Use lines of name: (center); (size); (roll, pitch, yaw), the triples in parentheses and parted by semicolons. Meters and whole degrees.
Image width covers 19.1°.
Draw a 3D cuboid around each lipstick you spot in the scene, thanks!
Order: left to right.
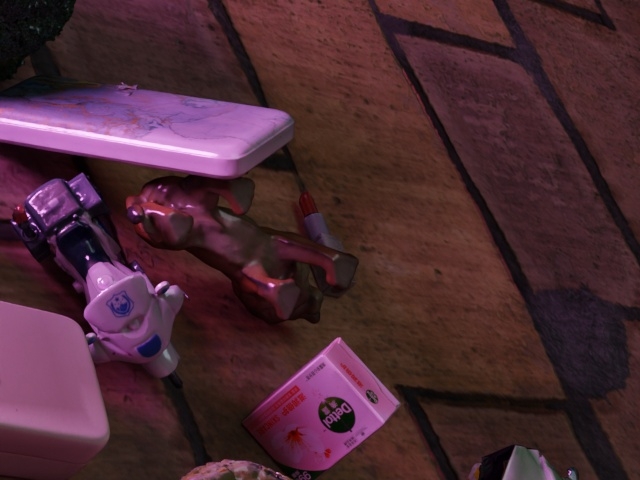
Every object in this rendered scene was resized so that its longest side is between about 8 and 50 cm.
lipstick: (0.001, -0.001, 2.036); (0.030, 0.030, 0.129); (15, 45, -43)

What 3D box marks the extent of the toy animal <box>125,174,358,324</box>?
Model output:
toy animal: (-0.089, 0.009, 1.794); (0.312, 0.157, 0.097); (32, 71, -36)

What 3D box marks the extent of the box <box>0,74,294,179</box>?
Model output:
box: (-0.176, -0.107, 1.764); (0.285, 0.044, 0.142); (10, 25, 20)

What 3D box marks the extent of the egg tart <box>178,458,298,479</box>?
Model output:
egg tart: (-0.057, 0.266, 1.603); (0.197, 0.078, 0.197); (29, 24, -15)

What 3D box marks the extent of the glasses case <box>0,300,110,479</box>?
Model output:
glasses case: (-0.313, 0.104, 1.484); (0.313, 0.070, 0.131); (16, 43, -42)

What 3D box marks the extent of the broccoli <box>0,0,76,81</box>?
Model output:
broccoli: (-0.328, -0.283, 1.776); (0.245, 0.265, 0.294); (29, 56, 23)

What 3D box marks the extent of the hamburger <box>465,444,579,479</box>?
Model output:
hamburger: (0.208, 0.306, 1.865); (0.214, 0.125, 0.235); (41, 34, -23)

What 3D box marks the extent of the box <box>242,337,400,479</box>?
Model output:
box: (0.000, 0.161, 1.761); (0.089, 0.125, 0.043); (47, 32, 0)

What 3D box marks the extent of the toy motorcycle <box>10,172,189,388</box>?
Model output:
toy motorcycle: (-0.192, 0.033, 1.678); (0.221, 0.102, 0.150); (53, -4, 19)
